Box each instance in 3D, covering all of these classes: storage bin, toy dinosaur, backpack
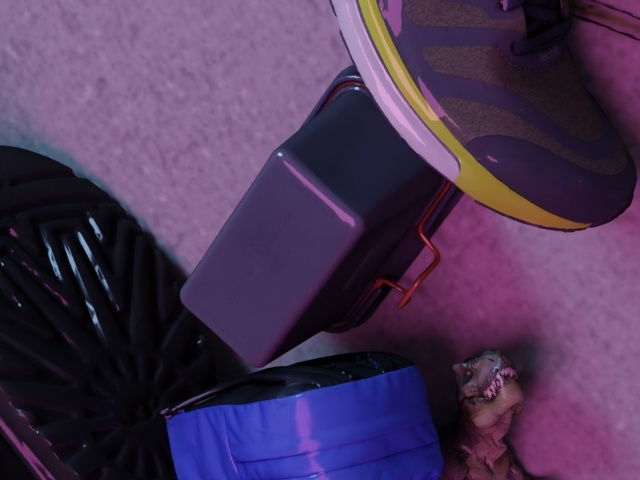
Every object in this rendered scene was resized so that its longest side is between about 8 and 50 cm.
[{"bbox_3d":[0.000,0.000,0.899,0.098,0.091,0.135,42,126,8],"label":"storage bin"},{"bbox_3d":[0.067,0.169,0.953,0.118,0.064,0.268,46,127,23],"label":"toy dinosaur"},{"bbox_3d":[0.002,0.104,0.906,0.120,0.098,0.101,-23,85,49],"label":"backpack"}]

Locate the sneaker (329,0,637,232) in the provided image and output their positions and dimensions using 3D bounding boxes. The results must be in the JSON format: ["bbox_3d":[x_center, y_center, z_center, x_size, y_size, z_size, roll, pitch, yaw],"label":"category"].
[{"bbox_3d":[0.061,-0.142,0.795,0.121,0.111,0.300,-25,99,31],"label":"sneaker"}]

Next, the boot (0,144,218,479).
[{"bbox_3d":[-0.156,0.148,1.030,0.260,0.131,0.348,-40,79,45],"label":"boot"}]
